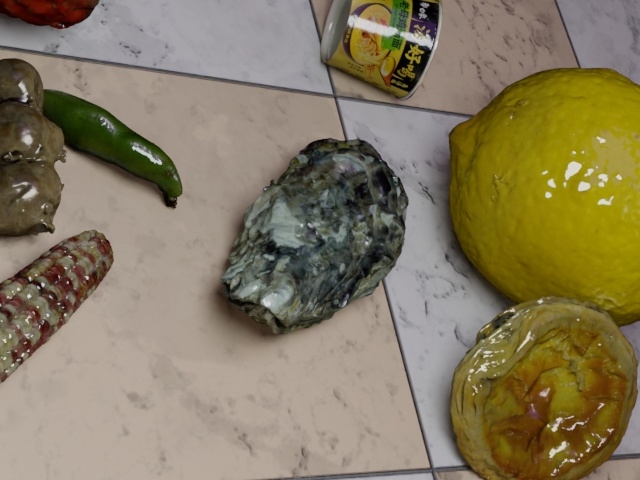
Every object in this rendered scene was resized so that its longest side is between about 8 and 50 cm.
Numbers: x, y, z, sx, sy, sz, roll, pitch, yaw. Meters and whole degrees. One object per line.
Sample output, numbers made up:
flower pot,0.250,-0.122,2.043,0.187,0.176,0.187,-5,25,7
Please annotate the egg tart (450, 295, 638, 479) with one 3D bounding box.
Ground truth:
egg tart,0.251,0.172,1.373,0.241,0.106,0.241,-4,106,-16

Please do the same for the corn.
corn,-0.279,0.067,1.118,0.079,0.079,0.237,46,42,-3

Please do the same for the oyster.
oyster,-0.005,0.001,1.312,0.162,0.158,0.351,15,31,15

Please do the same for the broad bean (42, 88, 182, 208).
broad bean,-0.223,-0.104,1.268,0.195,0.061,0.046,37,45,-11

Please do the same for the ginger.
ginger,-0.308,-0.099,1.193,0.104,0.080,0.204,0,61,-6

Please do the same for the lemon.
lemon,0.320,-0.051,1.451,0.336,0.336,0.336,18,54,-26

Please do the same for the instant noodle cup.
instant noodle cup,0.075,-0.266,1.533,0.122,0.151,0.151,12,56,-17

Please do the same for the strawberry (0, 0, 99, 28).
strawberry,-0.342,-0.402,1.245,0.351,0.267,0.312,22,80,-3
